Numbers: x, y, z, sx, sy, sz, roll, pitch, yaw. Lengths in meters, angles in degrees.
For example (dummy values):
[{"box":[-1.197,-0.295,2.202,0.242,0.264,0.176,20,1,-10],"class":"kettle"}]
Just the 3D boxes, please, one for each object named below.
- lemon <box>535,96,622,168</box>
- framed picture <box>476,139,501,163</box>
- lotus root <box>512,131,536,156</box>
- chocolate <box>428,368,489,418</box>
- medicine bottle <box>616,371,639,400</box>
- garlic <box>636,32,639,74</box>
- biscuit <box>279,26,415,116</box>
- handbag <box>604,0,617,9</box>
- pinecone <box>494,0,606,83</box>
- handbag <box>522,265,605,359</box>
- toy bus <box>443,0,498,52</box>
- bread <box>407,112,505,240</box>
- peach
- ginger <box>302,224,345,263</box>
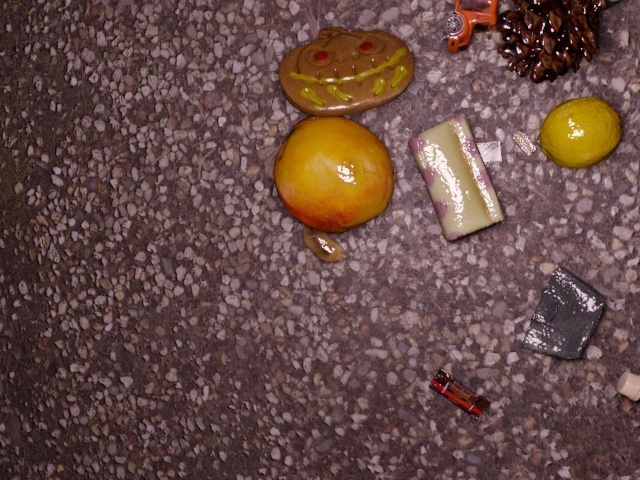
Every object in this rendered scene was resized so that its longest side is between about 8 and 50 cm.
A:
[{"box":[0.715,-0.297,1.653,0.231,0.192,0.192,-14,91,11],"class":"lemon"},{"box":[0.497,-0.264,1.801,0.089,0.006,0.066,-6,93,13],"class":"framed picture"},{"box":[0.599,-0.287,1.763,0.037,0.030,0.083,-39,87,7],"class":"lotus root"},{"box":[0.433,0.478,1.871,0.182,0.028,0.086,30,108,10],"class":"chocolate"},{"box":[0.977,0.453,1.696,0.252,0.114,0.114,23,100,11],"class":"medicine bottle"},{"box":[0.980,-0.542,1.570,0.245,0.245,0.253,34,79,8],"class":"garlic"},{"box":[0.068,-0.517,1.766,0.394,0.070,0.351,-19,60,-5],"class":"biscuit"},{"box":[0.810,-0.779,1.565,0.340,0.240,0.247,-38,82,12],"class":"handbag"},{"box":[0.603,-0.571,1.604,0.242,0.296,0.298,10,63,-24],"class":"pinecone"},{"box":[0.716,0.226,1.761,0.175,0.088,0.270,24,100,19],"class":"handbag"},{"box":[0.443,-0.704,1.708,0.153,0.143,0.329,12,96,11],"class":"toy bus"},{"box":[0.400,-0.177,1.757,0.187,0.155,0.338,-22,87,6],"class":"bread"},{"box":[0.038,-0.205,1.770,0.372,0.290,0.373,0,91,15],"class":"peach"},{"box":[0.001,-0.001,1.910,0.095,0.069,0.190,-40,84,-9],"class":"ginger"}]
